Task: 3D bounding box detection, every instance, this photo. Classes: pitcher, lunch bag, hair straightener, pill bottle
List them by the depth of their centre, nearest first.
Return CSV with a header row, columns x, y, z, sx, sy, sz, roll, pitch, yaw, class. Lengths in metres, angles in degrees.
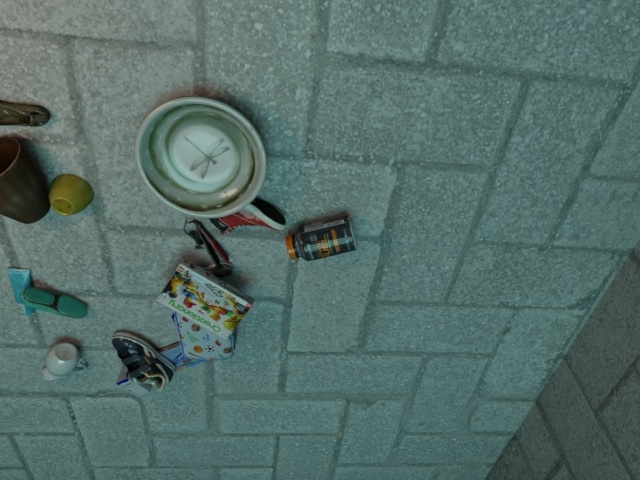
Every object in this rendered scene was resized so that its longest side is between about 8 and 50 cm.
x,y,z,sx,sy,sz,roll,pitch,yaw,class
0.000,0.000,1.757,0.246,0.130,0.130,-13,128,6,pill bottle
-0.429,0.014,1.785,0.089,0.047,0.230,-24,126,13,hair straightener
-0.467,0.348,1.989,0.243,0.115,0.303,1,120,2,lunch bag
-1.078,0.518,2.094,0.178,0.125,0.207,6,141,-35,pitcher

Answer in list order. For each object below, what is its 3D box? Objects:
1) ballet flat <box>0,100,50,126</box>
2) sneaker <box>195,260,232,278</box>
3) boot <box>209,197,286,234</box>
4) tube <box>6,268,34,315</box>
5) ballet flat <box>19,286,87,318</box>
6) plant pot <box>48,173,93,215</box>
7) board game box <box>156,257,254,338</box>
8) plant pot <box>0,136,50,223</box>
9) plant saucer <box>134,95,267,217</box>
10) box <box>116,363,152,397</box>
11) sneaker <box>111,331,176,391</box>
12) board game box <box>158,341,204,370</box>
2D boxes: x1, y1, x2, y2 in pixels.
x,y,z,sx,sy,sz,roll,pitch,yaw,class
-0.931,-0.366,1.440,0.250,0.058,0.084,3,127,-7,ballet flat
-0.419,0.135,1.862,0.178,0.077,0.072,-11,129,3,sneaker
-0.256,-0.065,1.717,0.244,0.088,0.176,28,122,-14,boot
-1.134,0.193,1.871,0.080,0.052,0.207,0,123,-17,tube
-1.030,0.244,1.895,0.087,0.083,0.247,-23,141,38,ballet flat
-0.827,-0.135,1.606,0.134,0.095,0.134,-2,129,-3,plant pot
-0.426,0.220,1.827,0.305,0.053,0.193,32,112,-13,board game box
-0.957,-0.163,1.525,0.215,0.215,0.230,-13,143,5,plant pot
-0.363,-0.262,1.530,0.401,0.100,0.400,-1,123,-2,plant saucer
-0.807,0.598,2.162,0.072,0.126,0.137,-28,124,19,box
-0.761,0.520,2.087,0.126,0.127,0.321,-29,120,32,sneaker
-0.546,0.480,2.153,0.281,0.027,0.145,-21,125,12,board game box
